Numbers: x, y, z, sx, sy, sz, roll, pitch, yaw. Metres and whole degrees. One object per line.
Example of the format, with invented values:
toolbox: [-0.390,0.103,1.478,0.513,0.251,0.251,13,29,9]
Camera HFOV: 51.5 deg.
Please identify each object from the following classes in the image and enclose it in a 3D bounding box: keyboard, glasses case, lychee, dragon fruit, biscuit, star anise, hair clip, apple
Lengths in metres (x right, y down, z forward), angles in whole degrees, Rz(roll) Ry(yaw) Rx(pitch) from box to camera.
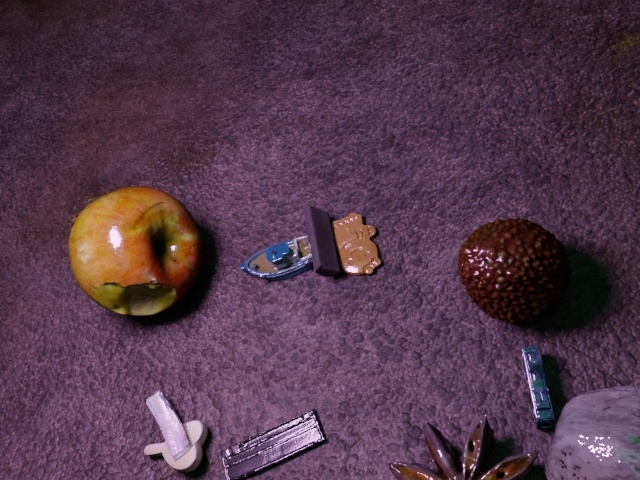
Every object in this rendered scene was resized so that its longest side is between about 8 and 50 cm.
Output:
keyboard: [-0.111,0.476,1.525,0.250,0.017,0.087,-26,56,4]
glasses case: [0.000,0.001,1.688,0.042,0.072,0.191,-34,51,31]
lychee: [0.408,0.062,1.432,0.235,0.271,0.236,-16,67,41]
dragon fruit: [0.539,0.393,1.221,0.221,0.204,0.283,14,68,22]
biscuit: [0.082,0.012,1.702,0.133,0.027,0.184,-13,59,11]
star anise: [0.292,0.505,1.310,0.331,0.117,0.332,-5,70,13]
hair clip: [-0.357,0.467,1.587,0.159,0.071,0.218,-42,52,-2]
apple: [-0.484,0.028,1.724,0.339,0.339,0.340,-9,60,15]

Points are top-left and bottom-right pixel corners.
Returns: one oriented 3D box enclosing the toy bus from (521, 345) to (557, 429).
toy bus: [0.455,0.306,1.386,0.047,0.065,0.166,-12,59,14]

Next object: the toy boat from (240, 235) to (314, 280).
toy boat: [-0.105,0.039,1.710,0.215,0.102,0.088,-19,56,10]
